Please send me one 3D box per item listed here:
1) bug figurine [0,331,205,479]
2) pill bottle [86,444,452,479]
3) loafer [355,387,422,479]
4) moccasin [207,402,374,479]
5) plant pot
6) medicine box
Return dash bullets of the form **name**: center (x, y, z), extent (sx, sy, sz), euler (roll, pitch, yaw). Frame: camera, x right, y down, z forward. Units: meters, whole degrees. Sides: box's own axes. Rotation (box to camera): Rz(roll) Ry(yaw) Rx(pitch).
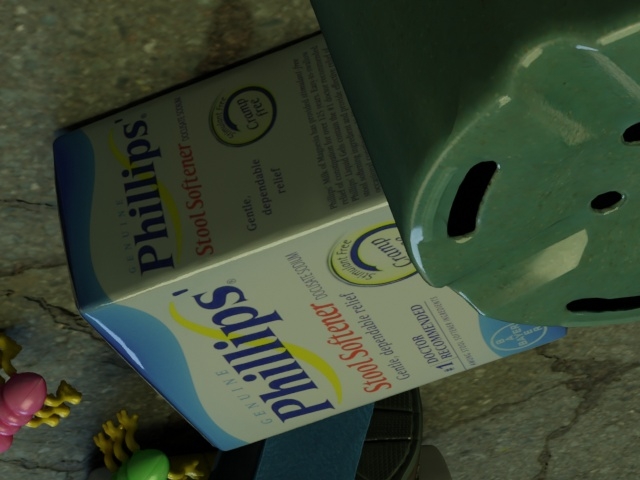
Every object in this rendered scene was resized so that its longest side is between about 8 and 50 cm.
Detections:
- **bug figurine**: center (-0.236, 0.204, 1.385), extent (0.279, 0.072, 0.216), euler (36, 117, -10)
- **pill bottle**: center (-0.045, 0.284, 1.588), extent (0.334, 0.188, 0.188), euler (-6, 147, -11)
- **loafer**: center (0.040, 0.229, 1.487), extent (0.096, 0.267, 0.084), euler (3, 160, 11)
- **moccasin**: center (-0.037, 0.230, 1.403), extent (0.138, 0.342, 0.117), euler (26, 174, -17)
- **plant pot**: center (0.125, -0.160, 0.830), extent (0.341, 0.334, 0.341), euler (-9, 148, -6)
- **medicine box**: center (0.000, 0.000, 1.202), extent (0.289, 0.149, 0.263), euler (-21, 147, 9)
